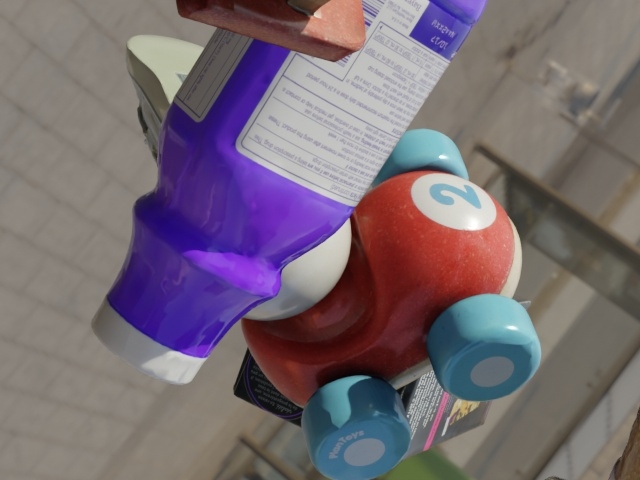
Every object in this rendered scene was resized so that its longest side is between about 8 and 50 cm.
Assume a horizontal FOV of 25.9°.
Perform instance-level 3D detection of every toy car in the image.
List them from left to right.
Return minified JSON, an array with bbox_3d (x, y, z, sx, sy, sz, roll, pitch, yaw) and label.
[{"bbox_3d":[0.000,0.000,0.943,0.210,0.219,0.238,-34,132,17],"label":"toy car"}]

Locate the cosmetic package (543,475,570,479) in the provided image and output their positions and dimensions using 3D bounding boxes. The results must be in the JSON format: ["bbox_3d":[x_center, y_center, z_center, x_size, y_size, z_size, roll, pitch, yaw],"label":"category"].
[{"bbox_3d":[0.201,0.331,0.961,0.129,0.296,0.153,-26,-171,-17],"label":"cosmetic package"}]

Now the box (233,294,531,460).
[{"bbox_3d":[0.065,0.096,1.296,0.270,0.165,0.143,-2,112,-66],"label":"box"}]

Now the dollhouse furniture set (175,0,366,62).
[{"bbox_3d":[-0.005,-0.271,0.469,0.152,0.374,0.201,15,146,-40],"label":"dollhouse furniture set"}]

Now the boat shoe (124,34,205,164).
[{"bbox_3d":[-0.113,-0.096,1.088,0.079,0.227,0.081,6,116,-21],"label":"boat shoe"}]

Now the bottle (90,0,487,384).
[{"bbox_3d":[-0.025,-0.054,0.751,0.118,0.092,0.282,23,103,-43],"label":"bottle"}]

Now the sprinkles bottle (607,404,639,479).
[{"bbox_3d":[0.161,0.200,0.635,0.121,0.121,0.355,-18,127,-58],"label":"sprinkles bottle"}]
